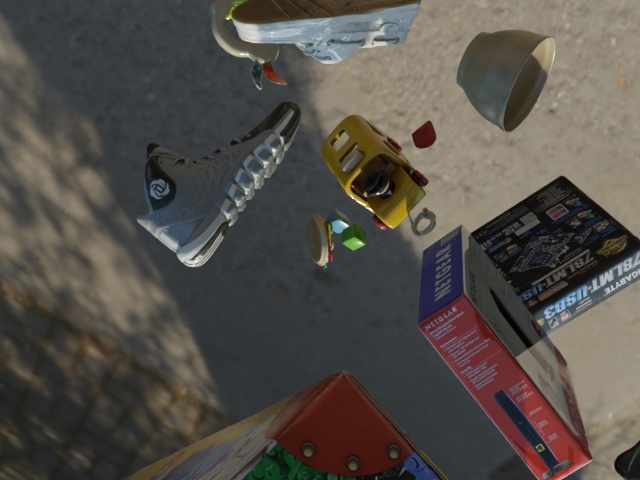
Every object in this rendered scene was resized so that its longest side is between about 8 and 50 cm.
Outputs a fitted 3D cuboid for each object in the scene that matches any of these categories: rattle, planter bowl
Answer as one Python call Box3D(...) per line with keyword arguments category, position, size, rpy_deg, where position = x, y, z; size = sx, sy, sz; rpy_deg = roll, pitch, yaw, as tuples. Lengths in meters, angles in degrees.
Box3D(category="rattle", position=(-0.141, -0.370, 2.107), size=(0.143, 0.130, 0.200), rpy_deg=(-20, 104, 57))
Box3D(category="planter bowl", position=(0.285, -0.266, 1.749), size=(0.109, 0.162, 0.162), rpy_deg=(30, 144, 23))

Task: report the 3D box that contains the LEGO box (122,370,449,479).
Box3D(category="LEGO box", position=(-0.138, 0.319, 0.724), size=(0.193, 0.372, 0.500), rpy_deg=(48, 150, -2))

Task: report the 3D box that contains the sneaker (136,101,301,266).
Box3D(category="sneaker", position=(-0.128, -0.094, 1.263), size=(0.132, 0.229, 0.086), rpy_deg=(34, 165, 4))

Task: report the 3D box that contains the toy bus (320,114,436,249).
Box3D(category="toy bus", position=(0.075, -0.099, 1.617), size=(0.202, 0.191, 0.104), rpy_deg=(-12, 146, 45))

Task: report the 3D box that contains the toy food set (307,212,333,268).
Box3D(category="toy food set", position=(0.000, 0.000, 1.677), size=(0.020, 0.082, 0.083), rpy_deg=(-7, 109, -18))

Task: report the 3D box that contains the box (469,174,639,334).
Box3D(category="box", position=(0.390, 0.038, 1.970), size=(0.295, 0.293, 0.073), rpy_deg=(-32, 123, -1))

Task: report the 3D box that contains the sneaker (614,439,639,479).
Box3D(category="sneaker", position=(0.443, 0.199, 1.278), size=(0.106, 0.267, 0.101), rpy_deg=(8, 128, 50))

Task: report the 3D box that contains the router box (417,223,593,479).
Box3D(category="router box", position=(0.267, 0.158, 1.639), size=(0.082, 0.335, 0.301), rpy_deg=(-36, 101, 15))

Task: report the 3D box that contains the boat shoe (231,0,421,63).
Box3D(category="boat shoe", position=(0.011, -0.278, 1.474), size=(0.098, 0.277, 0.096), rpy_deg=(50, 142, 45))
